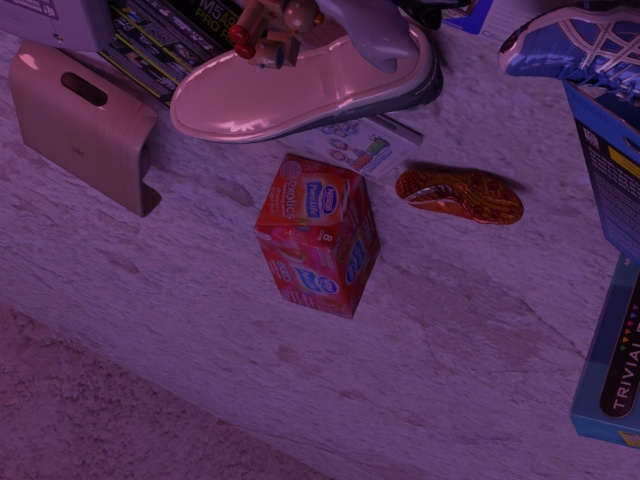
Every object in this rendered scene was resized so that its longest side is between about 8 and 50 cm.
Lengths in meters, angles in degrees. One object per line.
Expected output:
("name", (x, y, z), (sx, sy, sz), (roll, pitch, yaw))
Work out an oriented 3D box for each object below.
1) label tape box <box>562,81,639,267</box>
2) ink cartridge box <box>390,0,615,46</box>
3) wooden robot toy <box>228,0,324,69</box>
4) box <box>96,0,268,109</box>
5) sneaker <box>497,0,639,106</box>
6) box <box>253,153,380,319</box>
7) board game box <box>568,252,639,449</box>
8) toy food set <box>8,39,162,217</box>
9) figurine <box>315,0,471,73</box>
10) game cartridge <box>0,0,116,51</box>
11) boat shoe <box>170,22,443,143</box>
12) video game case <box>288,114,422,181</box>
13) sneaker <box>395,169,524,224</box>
("label tape box", (0.381, -0.044, 1.308), (0.240, 0.106, 0.333), (43, 172, 32))
("ink cartridge box", (0.174, -0.253, 1.219), (0.206, 0.045, 0.208), (22, 160, 1))
("wooden robot toy", (-0.035, -0.203, 1.239), (0.079, 0.076, 0.173), (13, 159, 17))
("box", (-0.161, -0.231, 1.592), (0.270, 0.060, 0.216), (37, 156, -33))
("sneaker", (0.267, -0.166, 1.184), (0.211, 0.081, 0.080), (-5, 163, 3))
("box", (0.000, 0.000, 1.901), (0.123, 0.128, 0.257), (17, 158, 16))
("board game box", (0.500, 0.147, 1.580), (0.336, 0.253, 0.079), (11, 156, 27))
("toy food set", (-0.328, -0.164, 1.914), (0.220, 0.092, 0.306), (32, 159, 6))
("figurine", (0.026, -0.252, 1.228), (0.209, 0.092, 0.215), (39, 162, -4))
("game cartridge", (-0.371, -0.320, 1.501), (0.294, 0.060, 0.196), (23, 145, 21))
("boat shoe", (-0.015, -0.161, 1.475), (0.320, 0.116, 0.099), (-11, 160, 22))
("video game case", (0.039, -0.134, 1.686), (0.143, 0.019, 0.157), (27, 159, -10))
("sneaker", (0.184, -0.058, 1.692), (0.175, 0.064, 0.067), (17, 179, 29))
